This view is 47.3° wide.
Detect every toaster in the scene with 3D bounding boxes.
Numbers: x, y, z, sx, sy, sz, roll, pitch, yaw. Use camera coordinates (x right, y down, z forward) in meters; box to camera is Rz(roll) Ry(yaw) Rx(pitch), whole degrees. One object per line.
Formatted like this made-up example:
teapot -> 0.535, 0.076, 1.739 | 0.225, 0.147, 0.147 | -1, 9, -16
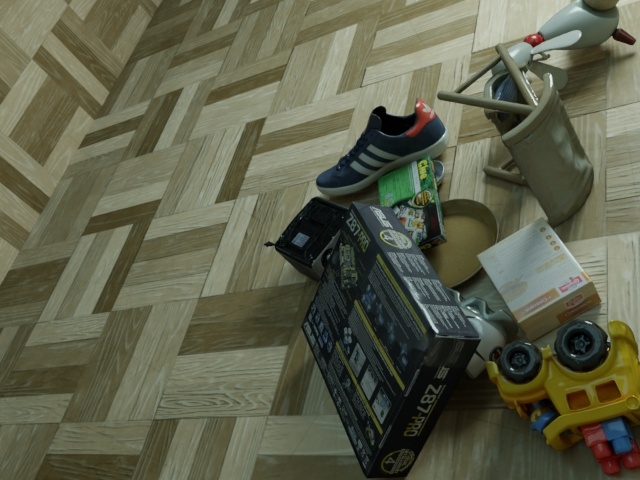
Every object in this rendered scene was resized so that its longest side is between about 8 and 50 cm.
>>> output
toaster -> 0.000, 0.000, 1.659 | 0.168, 0.110, 0.186 | -51, 40, -13

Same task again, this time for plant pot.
plant pot -> 0.257, 0.014, 1.498 | 0.236, 0.032, 0.236 | -23, 42, 23

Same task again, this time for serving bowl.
serving bowl -> 0.247, -0.142, 1.656 | 0.083, 0.027, 0.083 | -23, 41, 22

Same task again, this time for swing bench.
swing bench -> 0.397, -0.203, 1.410 | 0.165, 0.253, 0.254 | -39, 39, 2

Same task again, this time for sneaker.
sneaker -> 0.186, 0.151, 1.353 | 0.330, 0.122, 0.146 | 20, 66, 48
sneaker -> 0.120, -0.228, 1.724 | 0.350, 0.148, 0.131 | -23, 29, 23

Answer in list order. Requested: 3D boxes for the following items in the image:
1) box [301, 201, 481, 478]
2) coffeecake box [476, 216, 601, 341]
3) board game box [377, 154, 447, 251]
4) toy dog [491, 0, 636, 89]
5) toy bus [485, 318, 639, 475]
box -> 0.100, 0.164, 1.303 | 0.395, 0.097, 0.318 | -118, 40, -52
coffeecake box -> 0.387, 0.067, 1.310 | 0.142, 0.068, 0.185 | -32, 39, 10
board game box -> 0.194, -0.070, 1.582 | 0.136, 0.030, 0.259 | -25, 40, 24
toy dog -> 0.541, -0.416, 1.575 | 0.334, 0.220, 0.161 | -44, 70, 8
toy bus -> 0.385, 0.248, 1.102 | 0.220, 0.149, 0.211 | -23, 58, 25
